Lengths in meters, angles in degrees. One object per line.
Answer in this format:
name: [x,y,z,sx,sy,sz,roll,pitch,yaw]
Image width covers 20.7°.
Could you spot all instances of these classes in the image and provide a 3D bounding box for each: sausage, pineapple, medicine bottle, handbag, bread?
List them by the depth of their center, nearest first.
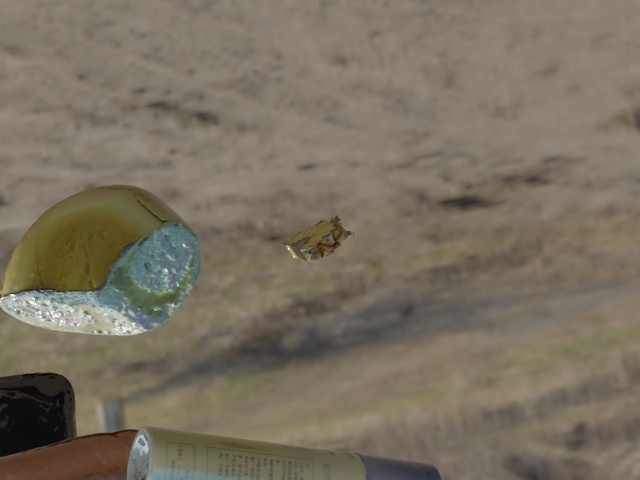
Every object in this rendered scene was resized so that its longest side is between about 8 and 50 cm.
medicine bottle: [-0.024,0.179,1.283,0.231,0.059,0.059,10,164,-22]
pineapple: [0.000,0.000,1.342,0.045,0.019,0.083,-35,-169,-13]
sausage: [-0.317,0.250,1.632,0.419,0.094,0.094,-11,139,-36]
handbag: [-0.443,0.265,2.071,0.332,0.191,0.075,-8,167,8]
bread: [-0.253,0.019,2.111,0.261,0.156,0.158,-4,155,28]
